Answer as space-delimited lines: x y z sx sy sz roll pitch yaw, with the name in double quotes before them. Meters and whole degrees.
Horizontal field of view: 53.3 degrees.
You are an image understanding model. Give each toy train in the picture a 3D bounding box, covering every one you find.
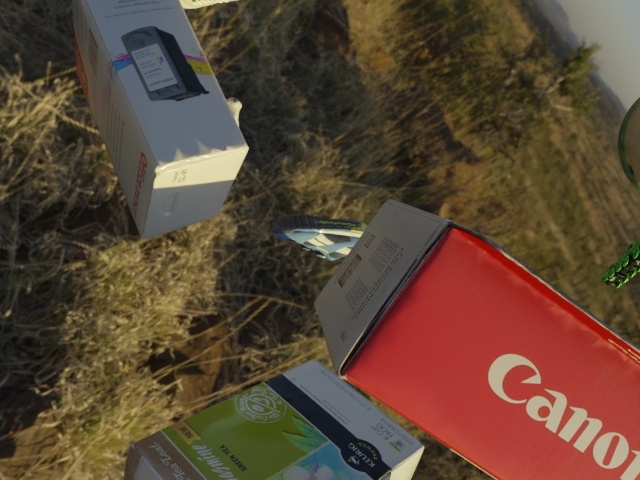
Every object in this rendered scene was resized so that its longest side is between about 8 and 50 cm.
"toy train" 0.260 0.015 0.532 0.017 0.083 0.023 23 66 8

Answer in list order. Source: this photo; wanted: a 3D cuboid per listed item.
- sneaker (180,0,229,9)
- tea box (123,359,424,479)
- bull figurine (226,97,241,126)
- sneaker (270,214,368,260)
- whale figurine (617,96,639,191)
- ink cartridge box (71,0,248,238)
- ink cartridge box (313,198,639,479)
"sneaker" -0.143 -0.359 0.860 0.090 0.235 0.094 50 46 -39
"tea box" -0.080 0.388 0.848 0.220 0.328 0.324 33 30 31
"bull figurine" -0.272 -0.197 1.187 0.101 0.310 0.188 -7 65 -49
"sneaker" 0.000 0.000 0.899 0.144 0.059 0.053 7 25 -5
"whale figurine" 0.532 -0.153 0.849 0.216 0.272 0.141 62 5 -5
"ink cartridge box" -0.236 -0.189 0.891 0.131 0.226 0.306 -20 76 -26
"ink cartridge box" 0.162 0.113 0.484 0.309 0.130 0.272 35 3 -7
